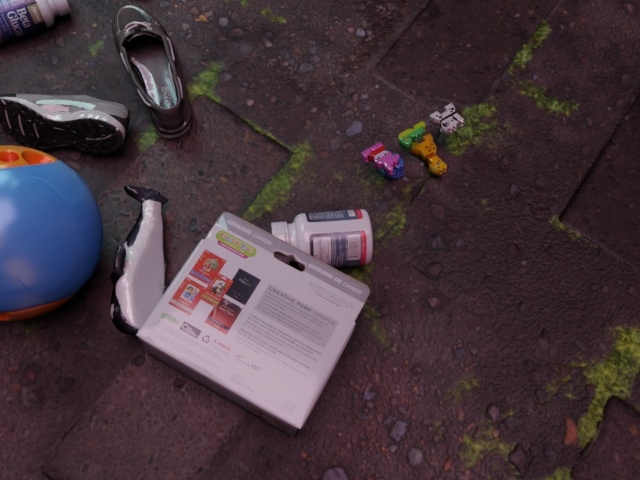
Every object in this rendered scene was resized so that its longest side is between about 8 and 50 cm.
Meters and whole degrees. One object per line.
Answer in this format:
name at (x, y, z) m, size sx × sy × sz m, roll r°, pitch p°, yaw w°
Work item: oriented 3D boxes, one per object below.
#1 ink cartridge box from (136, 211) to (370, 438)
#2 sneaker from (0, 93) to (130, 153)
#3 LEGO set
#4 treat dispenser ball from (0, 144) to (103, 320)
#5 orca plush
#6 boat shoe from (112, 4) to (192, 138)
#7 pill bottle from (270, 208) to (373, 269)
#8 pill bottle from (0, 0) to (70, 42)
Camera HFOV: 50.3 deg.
ink cartridge box at (-0.108, 0.142, 1.188) m, size 0.309 × 0.130 × 0.272 m, roll 29°, pitch 67°, yaw 6°
sneaker at (-0.503, -0.239, 1.333) m, size 0.271 × 0.100 × 0.108 m, roll 10°, pitch 44°, yaw 2°
LEGO set at (0.200, -0.171, 1.362) m, size 0.227 × 0.087 × 0.093 m, roll -31°, pitch 59°, yaw -16°
treat dispenser ball at (-0.510, -0.012, 1.126) m, size 0.288 × 0.288 × 0.288 m, roll 2°, pitch 68°, yaw -5°
orca plush at (-0.349, 0.039, 1.225) m, size 0.102 × 0.151 × 0.287 m, roll -15°, pitch 71°, yaw 22°
boat shoe at (-0.342, -0.367, 1.386) m, size 0.112 × 0.095 × 0.335 m, roll -20°, pitch 72°, yaw -13°
pill bottle at (0.000, 0.000, 1.267) m, size 0.180 × 0.108 × 0.108 m, roll -4°, pitch 69°, yaw -7°
pill bottle at (-0.610, -0.476, 1.405) m, size 0.169 × 0.094 × 0.094 m, roll -25°, pitch 73°, yaw -14°
